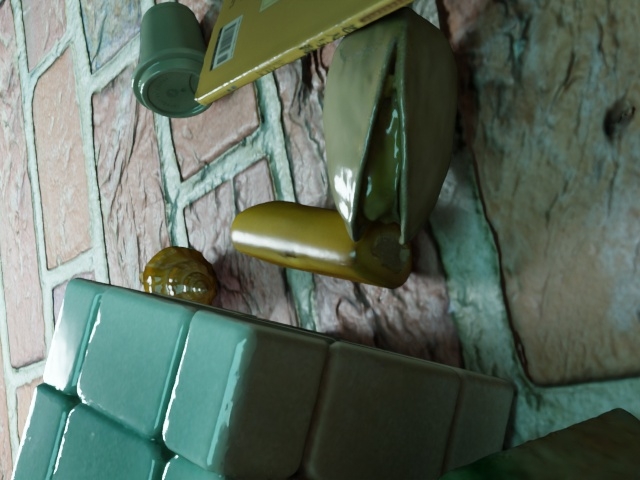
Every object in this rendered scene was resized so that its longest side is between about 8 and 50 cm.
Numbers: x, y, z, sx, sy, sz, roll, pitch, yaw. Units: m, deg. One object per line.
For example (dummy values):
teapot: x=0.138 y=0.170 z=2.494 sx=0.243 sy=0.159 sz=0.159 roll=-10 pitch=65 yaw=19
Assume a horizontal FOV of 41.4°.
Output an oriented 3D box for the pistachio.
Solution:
pistachio: x=0.063 y=-0.108 z=0.791 sx=0.152 sy=0.126 sz=0.223 roll=23 pitch=-107 yaw=-83

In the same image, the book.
book: x=0.009 y=-0.300 z=0.861 sx=0.389 sy=0.032 sz=0.269 roll=-11 pitch=58 yaw=51

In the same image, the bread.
bread: x=0.000 y=0.000 z=0.909 sx=0.239 sy=0.092 sz=0.074 roll=10 pitch=77 yaw=50

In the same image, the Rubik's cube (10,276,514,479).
Rubik's cube: x=-0.066 y=0.228 z=0.764 sx=0.321 sy=0.318 sz=0.316 roll=5 pitch=80 yaw=50

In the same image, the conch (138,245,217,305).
conch: x=-0.196 y=0.054 z=1.163 sx=0.093 sy=0.109 sz=0.330 roll=-50 pitch=17 yaw=-9

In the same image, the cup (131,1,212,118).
cup: x=-0.196 y=-0.249 z=1.143 sx=0.120 sy=0.120 sz=0.141 roll=-43 pitch=46 yaw=43

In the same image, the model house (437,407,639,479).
model house: x=0.198 y=0.316 z=0.537 sx=0.280 sy=0.245 sz=0.312 roll=43 pitch=132 yaw=47
